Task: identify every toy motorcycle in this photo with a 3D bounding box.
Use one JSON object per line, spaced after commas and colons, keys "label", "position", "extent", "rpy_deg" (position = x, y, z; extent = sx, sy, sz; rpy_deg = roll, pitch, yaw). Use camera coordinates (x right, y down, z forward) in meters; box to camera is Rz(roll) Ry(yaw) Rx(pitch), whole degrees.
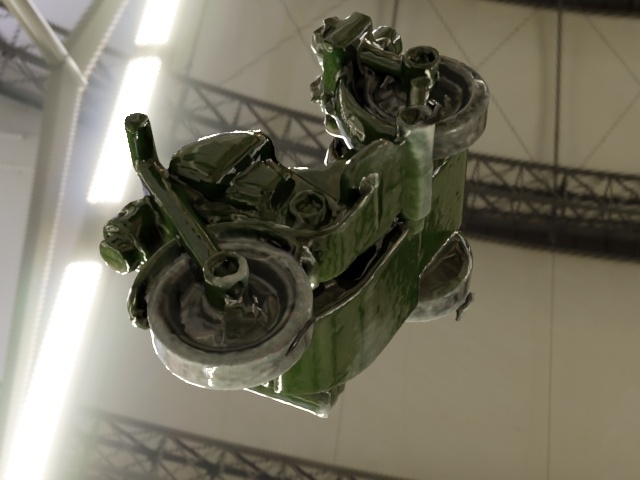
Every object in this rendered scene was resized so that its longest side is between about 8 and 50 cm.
{"label": "toy motorcycle", "position": [0.000, 0.000, 0.589], "extent": [0.127, 0.205, 0.275], "rpy_deg": [27, -128, 24]}
